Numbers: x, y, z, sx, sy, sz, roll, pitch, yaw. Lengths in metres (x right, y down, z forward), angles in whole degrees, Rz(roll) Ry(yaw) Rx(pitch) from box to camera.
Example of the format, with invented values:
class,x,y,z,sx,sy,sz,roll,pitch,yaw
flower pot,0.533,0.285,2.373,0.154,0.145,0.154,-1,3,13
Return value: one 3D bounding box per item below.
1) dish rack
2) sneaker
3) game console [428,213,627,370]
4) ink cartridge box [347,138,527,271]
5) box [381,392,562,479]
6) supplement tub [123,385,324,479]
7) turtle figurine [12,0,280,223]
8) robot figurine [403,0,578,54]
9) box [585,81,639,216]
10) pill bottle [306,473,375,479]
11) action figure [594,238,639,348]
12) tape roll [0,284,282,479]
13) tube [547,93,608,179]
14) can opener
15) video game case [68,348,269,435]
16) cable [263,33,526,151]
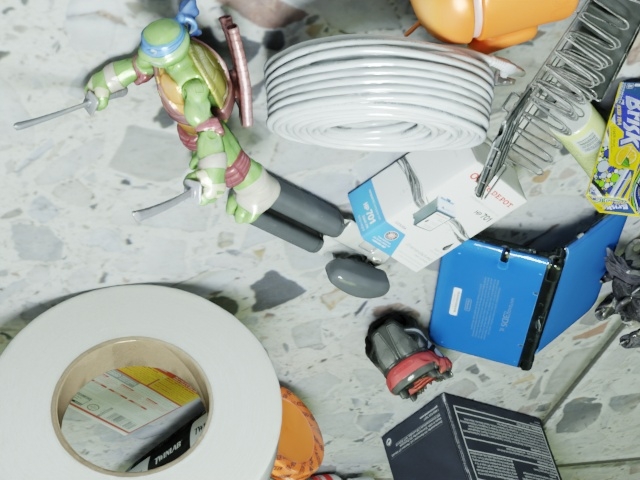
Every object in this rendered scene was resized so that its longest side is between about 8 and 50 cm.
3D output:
class,x,y,z,sx,sy,sz,roll,pitch,yaw
dish rack,0.271,-0.162,1.333,0.271,0.074,0.208,-53,166,-20
sneaker,0.138,0.181,1.859,0.097,0.135,0.276,-35,165,5
game console,0.318,0.052,1.814,0.250,0.173,0.293,15,143,10
ink cartridge box,0.156,-0.057,1.559,0.190,0.082,0.139,-33,141,24
box,0.299,0.469,2.133,0.296,0.294,0.183,20,131,-39
supplement tub,-0.166,0.387,1.916,0.207,0.207,0.338,22,129,-41
turtle figurine,-0.172,-0.103,1.278,0.197,0.275,0.266,8,158,26
robot figurine,0.187,-0.282,1.234,0.219,0.128,0.158,-15,170,-3
box,0.397,-0.119,1.499,0.059,0.169,0.054,8,160,37
pill bottle,-0.030,0.526,2.193,0.283,0.161,0.161,-4,142,-17
action figure,0.507,0.079,1.806,0.141,0.164,0.276,-36,163,-5
tape roll,-0.245,0.230,1.526,0.392,0.392,0.072,-7,144,-12
tube,0.381,-0.119,1.588,0.062,0.070,0.240,-50,139,5
can opener,0.000,0.000,1.560,0.076,0.095,0.283,-38,139,26
video game case,-0.248,0.202,1.793,0.285,0.025,0.204,-28,142,16
cable,0.064,-0.155,1.298,0.257,0.089,0.257,7,171,-40
